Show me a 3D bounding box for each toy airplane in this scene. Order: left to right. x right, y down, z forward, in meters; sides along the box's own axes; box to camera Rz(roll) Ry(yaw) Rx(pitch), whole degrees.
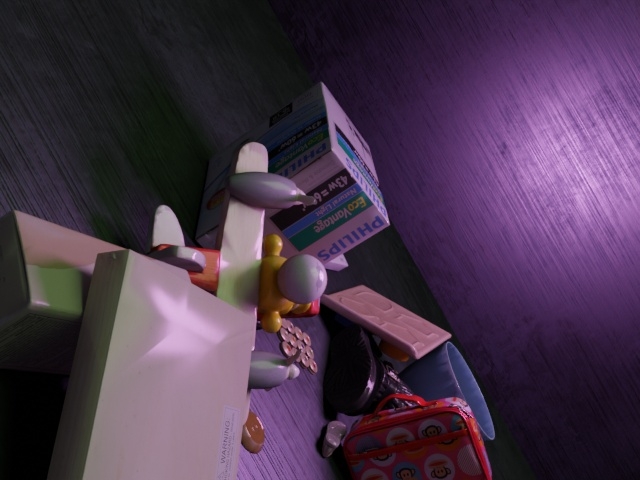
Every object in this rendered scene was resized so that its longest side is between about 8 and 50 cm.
[{"bbox_3d":[-0.124,0.063,1.132,0.384,0.272,0.386,-50,128,-51],"label":"toy airplane"}]

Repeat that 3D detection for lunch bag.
[{"bbox_3d":[0.204,0.454,1.393,0.120,0.292,0.258,-17,88,-74],"label":"lunch bag"}]

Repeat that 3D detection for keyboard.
[{"bbox_3d":[0.121,0.280,1.956,0.100,0.038,0.192,4,52,-56],"label":"keyboard"}]

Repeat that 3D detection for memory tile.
[{"bbox_3d":[-0.055,0.242,1.512,0.148,0.012,0.113,43,23,-45],"label":"memory tile"}]

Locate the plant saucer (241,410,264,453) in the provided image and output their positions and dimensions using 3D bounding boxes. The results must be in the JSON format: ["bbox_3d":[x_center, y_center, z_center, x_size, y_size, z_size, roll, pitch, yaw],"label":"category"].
[{"bbox_3d":[-0.122,0.334,1.148,0.083,0.015,0.083,53,17,-24],"label":"plant saucer"}]

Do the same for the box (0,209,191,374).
[{"bbox_3d":[-0.297,0.086,0.814,0.311,0.147,0.121,33,32,-61],"label":"box"}]

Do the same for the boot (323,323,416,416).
[{"bbox_3d":[0.137,0.387,1.632,0.260,0.131,0.348,56,16,-15],"label":"boot"}]

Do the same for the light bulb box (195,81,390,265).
[{"bbox_3d":[-0.067,-0.116,1.467,0.225,0.357,0.361,49,19,-29],"label":"light bulb box"}]

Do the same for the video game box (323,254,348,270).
[{"bbox_3d":[0.000,0.000,2.030,0.187,0.048,0.205,67,17,15],"label":"video game box"}]

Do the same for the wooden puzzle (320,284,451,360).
[{"bbox_3d":[0.183,0.242,1.863,0.322,0.081,0.347,29,12,23],"label":"wooden puzzle"}]

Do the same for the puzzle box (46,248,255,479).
[{"bbox_3d":[-0.187,0.247,0.742,0.272,0.052,0.409,43,46,-55],"label":"puzzle box"}]

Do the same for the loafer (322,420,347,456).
[{"bbox_3d":[0.026,0.430,1.407,0.045,0.039,0.125,29,9,10],"label":"loafer"}]

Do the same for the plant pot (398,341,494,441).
[{"bbox_3d":[0.328,0.474,1.867,0.293,0.235,0.293,53,19,-27],"label":"plant pot"}]
